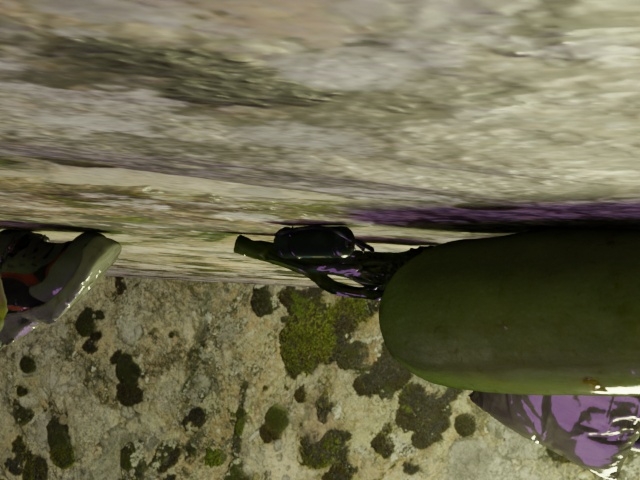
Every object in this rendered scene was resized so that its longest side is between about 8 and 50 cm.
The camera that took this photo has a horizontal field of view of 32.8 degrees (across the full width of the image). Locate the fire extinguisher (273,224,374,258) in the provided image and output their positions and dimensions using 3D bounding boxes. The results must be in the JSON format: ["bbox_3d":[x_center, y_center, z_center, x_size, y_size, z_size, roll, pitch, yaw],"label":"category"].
[{"bbox_3d":[0.000,0.000,0.838,0.083,0.025,0.038,0,152,40],"label":"fire extinguisher"}]

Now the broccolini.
[{"bbox_3d":[0.021,0.032,0.995,0.202,0.068,0.091,4,-165,10],"label":"broccolini"}]

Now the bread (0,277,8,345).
[{"bbox_3d":[-0.408,0.038,0.975,0.260,0.158,0.156,4,166,-4],"label":"bread"}]

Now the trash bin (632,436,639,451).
[{"bbox_3d":[0.287,0.104,0.989,0.236,0.177,0.101,5,-175,28],"label":"trash bin"}]

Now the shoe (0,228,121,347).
[{"bbox_3d":[-0.304,0.023,1.126,0.227,0.125,0.099,-29,-167,38],"label":"shoe"}]

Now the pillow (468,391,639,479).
[{"bbox_3d":[0.216,0.099,0.879,0.148,0.050,0.230,19,136,5],"label":"pillow"}]

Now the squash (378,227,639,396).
[{"bbox_3d":[0.185,0.045,0.712,0.118,0.118,0.370,7,170,-41],"label":"squash"}]
